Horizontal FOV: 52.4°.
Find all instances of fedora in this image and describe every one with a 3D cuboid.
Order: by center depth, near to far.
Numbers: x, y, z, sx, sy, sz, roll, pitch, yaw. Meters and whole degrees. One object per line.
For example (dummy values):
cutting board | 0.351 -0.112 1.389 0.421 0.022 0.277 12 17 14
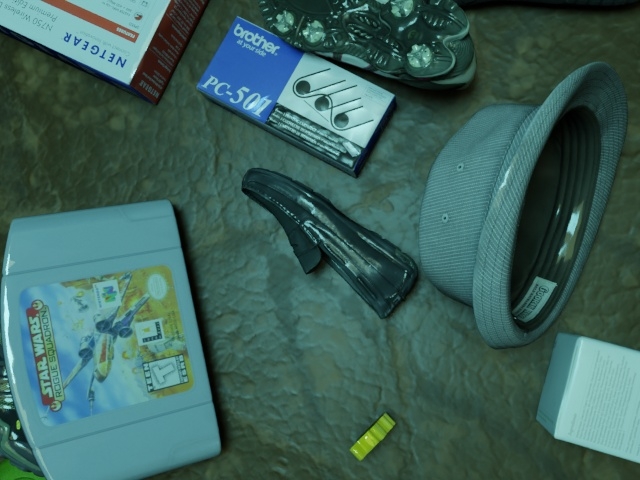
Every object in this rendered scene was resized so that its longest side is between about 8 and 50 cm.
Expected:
fedora | 0.184 -0.038 0.636 0.124 0.243 0.276 20 98 38

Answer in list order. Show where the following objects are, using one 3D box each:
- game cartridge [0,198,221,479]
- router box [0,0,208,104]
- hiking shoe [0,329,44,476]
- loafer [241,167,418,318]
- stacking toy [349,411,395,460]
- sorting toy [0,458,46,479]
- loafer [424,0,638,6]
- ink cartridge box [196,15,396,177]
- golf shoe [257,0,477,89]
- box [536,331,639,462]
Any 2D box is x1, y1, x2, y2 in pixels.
game cartridge | -0.231 0.110 0.698 0.198 0.062 0.297 -10 83 -30
router box | -0.286 -0.372 0.780 0.335 0.082 0.301 27 89 10
hiking shoe | -0.316 0.150 0.714 0.114 0.086 0.227 -38 81 6
loafer | 0.000 0.000 0.708 0.223 0.076 0.078 35 83 6
stacking toy | 0.047 0.320 0.689 0.221 0.052 0.167 -45 79 4
sorting toy | -0.355 0.281 0.711 0.127 0.126 0.366 -38 80 3
loafer | 0.187 -0.337 0.701 0.365 0.134 0.130 8 60 0
ink cartridge box | -0.027 -0.163 0.742 0.207 0.046 0.097 29 88 10
golf shoe | 0.045 -0.228 0.713 0.272 0.120 0.105 34 97 28
box | 0.275 0.150 0.641 0.087 0.101 0.102 16 87 10
